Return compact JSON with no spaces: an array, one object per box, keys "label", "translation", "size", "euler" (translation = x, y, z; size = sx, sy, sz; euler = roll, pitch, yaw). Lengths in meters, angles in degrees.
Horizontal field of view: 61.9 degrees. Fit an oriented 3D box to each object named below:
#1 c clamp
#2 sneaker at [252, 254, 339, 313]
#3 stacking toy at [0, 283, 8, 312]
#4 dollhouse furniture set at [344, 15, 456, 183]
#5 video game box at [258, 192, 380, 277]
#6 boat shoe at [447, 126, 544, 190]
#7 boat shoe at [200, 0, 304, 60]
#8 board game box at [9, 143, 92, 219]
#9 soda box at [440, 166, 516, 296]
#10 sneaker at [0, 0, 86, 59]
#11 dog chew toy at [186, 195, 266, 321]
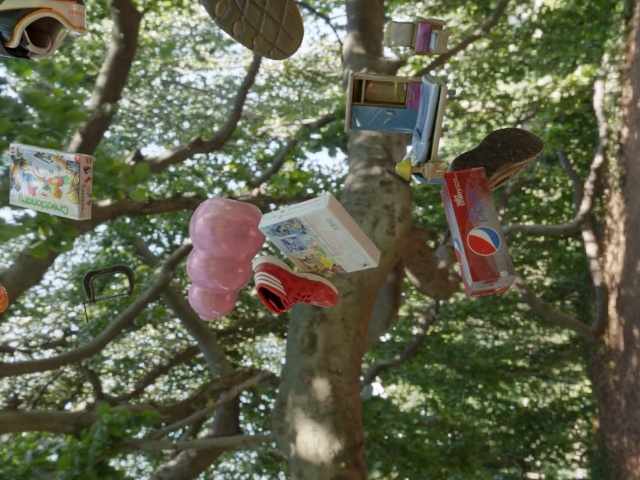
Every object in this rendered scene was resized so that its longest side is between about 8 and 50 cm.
[{"label":"c clamp","translation":[-0.590,0.140,1.484],"size":[0.022,0.161,0.137],"euler":[180,73,-84]},{"label":"sneaker","translation":[-0.054,0.128,1.174],"size":[0.087,0.221,0.128],"euler":[-52,26,33]},{"label":"stacking toy","translation":[-0.609,0.005,0.899],"size":[0.175,0.166,0.302],"euler":[-129,26,-52]},{"label":"dollhouse furniture set","translation":[0.157,-0.297,1.098],"size":[0.303,0.198,0.286],"euler":[-85,-1,-62]},{"label":"video game box","translation":[0.000,0.000,1.156],"size":[0.205,0.187,0.048],"euler":[48,-140,-35]},{"label":"boat shoe","translation":[0.433,-0.189,1.366],"size":[0.324,0.122,0.120],"euler":[-26,-29,-25]},{"label":"boat shoe","translation":[-0.079,-0.223,0.430],"size":[0.178,0.064,0.060],"euler":[41,-151,-14]},{"label":"board game box","translation":[-0.831,-0.184,1.639],"size":[0.053,0.305,0.193],"euler":[-18,-63,-64]},{"label":"soda box","translation":[0.325,-0.021,1.122],"size":[0.083,0.092,0.263],"euler":[75,-173,-62]},{"label":"sneaker","translation":[-0.570,-0.380,0.944],"size":[0.126,0.321,0.127],"euler":[-53,-53,-78]},{"label":"dog chew toy","translation":[-0.267,0.053,1.439],"size":[0.206,0.207,0.331],"euler":[9,-86,-71]}]
